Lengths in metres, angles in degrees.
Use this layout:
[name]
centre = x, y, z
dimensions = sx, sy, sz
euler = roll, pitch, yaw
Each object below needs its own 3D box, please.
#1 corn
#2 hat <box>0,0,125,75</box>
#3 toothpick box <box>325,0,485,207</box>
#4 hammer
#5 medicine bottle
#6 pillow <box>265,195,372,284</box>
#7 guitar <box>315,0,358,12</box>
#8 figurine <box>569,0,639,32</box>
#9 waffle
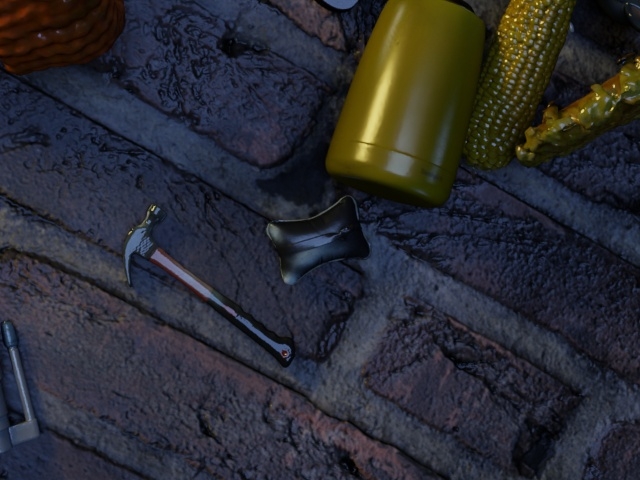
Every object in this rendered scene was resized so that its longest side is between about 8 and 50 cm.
[corn]
centre = 0.266, -0.229, 1.490
dimensions = 0.101, 0.101, 0.310
euler = 14, 113, -10
[hat]
centre = -0.450, -0.342, 1.346
dimensions = 0.400, 0.285, 0.285
euler = -5, 93, 10
[toothpick box]
centre = 0.123, -0.193, 1.466
dimensions = 0.175, 0.175, 0.271
euler = 18, 86, -10
[hammer]
centre = -0.149, 0.077, 1.498
dimensions = 0.288, 0.033, 0.111
euler = 37, 85, -10
[medicine bottle]
centre = -0.438, 0.170, 1.442
dimensions = 0.092, 0.061, 0.220
euler = -16, 96, -28
[pillow]
centre = 0.000, -0.001, 1.512
dimensions = 0.136, 0.055, 0.091
euler = -19, 127, -6
[guitar]
centre = 0.081, -0.438, 1.514
dimensions = 0.084, 0.038, 0.271
euler = 38, 86, -11
[figurine]
centre = 0.393, -0.357, 1.516
dimensions = 0.265, 0.193, 0.140
euler = -6, 122, 9
[waffle]
centre = 0.404, -0.190, 1.447
dimensions = 0.325, 0.302, 0.068
euler = -31, 83, 3
